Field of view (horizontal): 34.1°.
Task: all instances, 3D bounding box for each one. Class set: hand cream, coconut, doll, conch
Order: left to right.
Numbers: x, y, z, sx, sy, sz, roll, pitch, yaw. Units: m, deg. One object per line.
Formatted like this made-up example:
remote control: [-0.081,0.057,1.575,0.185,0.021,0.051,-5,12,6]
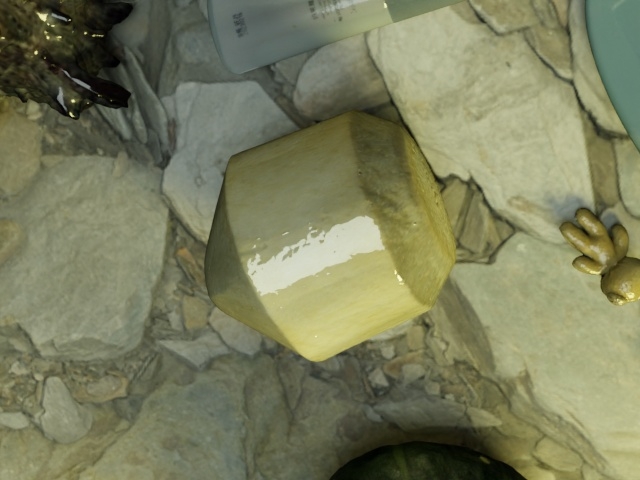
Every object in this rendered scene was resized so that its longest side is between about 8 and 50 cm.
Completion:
conch: [-0.325,-0.175,0.930,0.313,0.186,0.241,-2,138,-9]
coconut: [0.000,0.000,0.921,0.222,0.202,0.202,-21,104,12]
hand cream: [0.022,-0.212,0.922,0.255,0.048,0.079,-11,102,15]
doll: [0.265,0.014,0.959,0.061,0.051,0.093,-38,104,-10]

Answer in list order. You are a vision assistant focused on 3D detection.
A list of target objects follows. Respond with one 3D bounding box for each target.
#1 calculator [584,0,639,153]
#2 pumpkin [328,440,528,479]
calculator: [0.324,-0.129,0.841,0.188,0.042,0.303,-38,75,45]
pumpkin: [0.111,0.340,1.020,0.300,0.207,0.300,0,97,1]
